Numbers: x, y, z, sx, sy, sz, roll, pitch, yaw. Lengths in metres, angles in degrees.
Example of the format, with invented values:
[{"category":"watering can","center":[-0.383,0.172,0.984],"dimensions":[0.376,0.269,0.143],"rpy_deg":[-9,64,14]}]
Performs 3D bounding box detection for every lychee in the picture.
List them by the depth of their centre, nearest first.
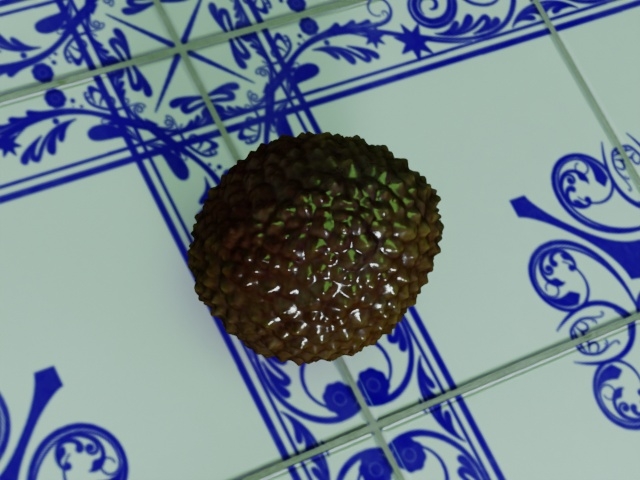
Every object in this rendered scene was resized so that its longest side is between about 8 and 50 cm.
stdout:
[{"category":"lychee","center":[0.000,0.000,1.976],"dimensions":[0.267,0.267,0.267],"rpy_deg":[9,62,-18]}]
